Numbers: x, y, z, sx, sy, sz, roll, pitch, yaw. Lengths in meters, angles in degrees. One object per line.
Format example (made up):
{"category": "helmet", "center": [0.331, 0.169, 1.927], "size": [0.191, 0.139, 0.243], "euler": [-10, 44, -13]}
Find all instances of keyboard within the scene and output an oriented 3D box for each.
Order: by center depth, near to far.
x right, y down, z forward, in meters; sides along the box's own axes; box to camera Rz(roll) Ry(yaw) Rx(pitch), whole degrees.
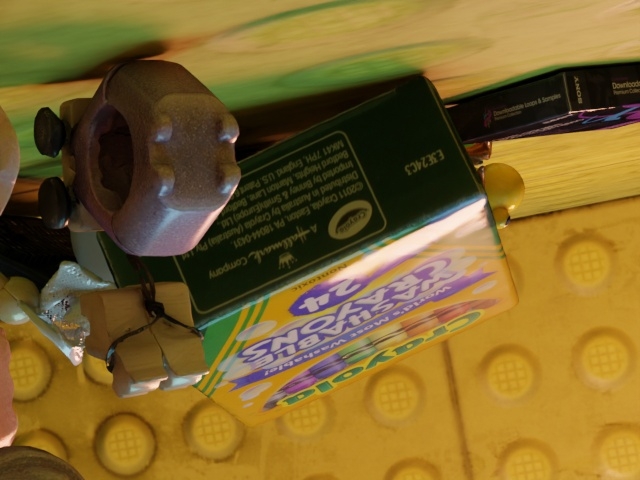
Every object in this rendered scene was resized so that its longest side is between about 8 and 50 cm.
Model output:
{"category": "keyboard", "center": [-0.152, 0.029, 1.315], "size": [0.201, 0.033, 0.317], "euler": [32, -175, 7]}

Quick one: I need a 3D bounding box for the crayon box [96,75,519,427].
{"category": "crayon box", "center": [0.010, 0.024, 1.172], "size": [0.203, 0.083, 0.323], "euler": [-25, 164, 3]}

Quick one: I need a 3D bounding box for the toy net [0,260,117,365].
{"category": "toy net", "center": [-0.215, 0.043, 1.139], "size": [0.232, 0.045, 0.122], "euler": [14, 142, 9]}

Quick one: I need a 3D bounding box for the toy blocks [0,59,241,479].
{"category": "toy blocks", "center": [-0.125, 0.074, 0.674], "size": [0.309, 0.288, 0.260], "euler": [-5, 180, -32]}

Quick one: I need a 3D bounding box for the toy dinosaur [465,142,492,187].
{"category": "toy dinosaur", "center": [0.062, -0.055, 1.335], "size": [0.112, 0.064, 0.211], "euler": [6, 170, 9]}

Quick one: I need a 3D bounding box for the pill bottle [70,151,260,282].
{"category": "pill bottle", "center": [-0.082, -0.010, 1.233], "size": [0.152, 0.086, 0.086], "euler": [-9, 177, -43]}

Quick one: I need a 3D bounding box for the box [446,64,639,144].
{"category": "box", "center": [0.171, -0.088, 1.214], "size": [0.162, 0.029, 0.116], "euler": [-7, 176, -39]}

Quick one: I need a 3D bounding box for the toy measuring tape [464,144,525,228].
{"category": "toy measuring tape", "center": [0.000, 0.000, 1.497], "size": [0.330, 0.121, 0.121], "euler": [-10, 177, 1]}
